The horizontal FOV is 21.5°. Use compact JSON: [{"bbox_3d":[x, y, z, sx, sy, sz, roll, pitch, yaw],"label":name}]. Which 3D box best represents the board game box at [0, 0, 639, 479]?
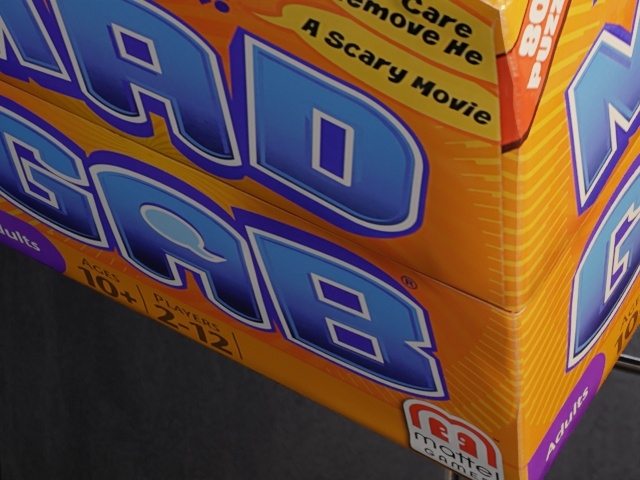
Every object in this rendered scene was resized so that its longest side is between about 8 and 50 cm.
[{"bbox_3d":[0.024,-0.165,0.798,0.356,0.356,0.356,25,152,23],"label":"board game box"}]
